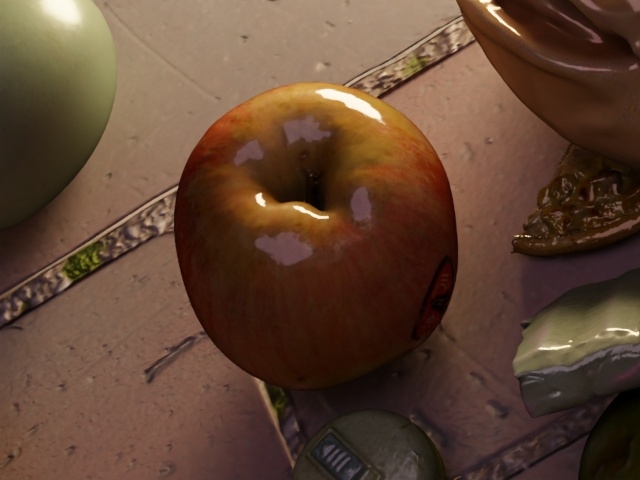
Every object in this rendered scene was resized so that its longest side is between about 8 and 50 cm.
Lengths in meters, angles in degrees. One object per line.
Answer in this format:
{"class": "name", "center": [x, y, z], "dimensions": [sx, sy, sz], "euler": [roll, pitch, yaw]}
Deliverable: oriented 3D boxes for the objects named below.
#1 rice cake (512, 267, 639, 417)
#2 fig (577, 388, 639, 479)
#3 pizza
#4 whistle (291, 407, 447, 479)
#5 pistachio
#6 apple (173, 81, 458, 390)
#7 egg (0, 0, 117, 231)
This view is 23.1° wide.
{"class": "rice cake", "center": [0.184, 0.048, 0.934], "dimensions": [0.127, 0.237, 0.043], "euler": [-19, 92, 16]}
{"class": "fig", "center": [0.285, 0.122, 0.873], "dimensions": [0.275, 0.206, 0.206], "euler": [-32, 49, -23]}
{"class": "pizza", "center": [0.183, -0.041, 1.095], "dimensions": [0.123, 0.026, 0.108], "euler": [-18, 53, 17]}
{"class": "whistle", "center": [0.058, 0.185, 1.003], "dimensions": [0.104, 0.057, 0.198], "euler": [-46, 52, -4]}
{"class": "pistachio", "center": [0.211, -0.165, 1.063], "dimensions": [0.318, 0.214, 0.193], "euler": [52, 130, 45]}
{"class": "apple", "center": [0.000, 0.000, 1.077], "dimensions": [0.209, 0.164, 0.209], "euler": [-5, 61, 10]}
{"class": "egg", "center": [-0.259, -0.108, 1.262], "dimensions": [0.168, 0.168, 0.231], "euler": [26, 81, 35]}
